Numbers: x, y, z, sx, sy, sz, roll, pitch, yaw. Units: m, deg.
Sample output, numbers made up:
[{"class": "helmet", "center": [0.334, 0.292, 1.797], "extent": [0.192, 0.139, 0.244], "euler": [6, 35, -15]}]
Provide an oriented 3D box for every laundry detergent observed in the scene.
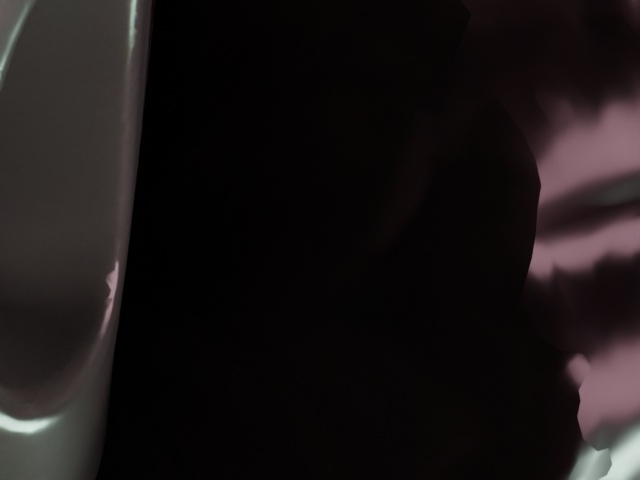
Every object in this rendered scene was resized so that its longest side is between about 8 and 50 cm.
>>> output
[{"class": "laundry detergent", "center": [-0.114, -0.018, 0.567], "extent": [0.264, 0.125, 0.397], "euler": [-100, -165, -58]}]

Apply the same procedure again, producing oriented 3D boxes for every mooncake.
[{"class": "mooncake", "center": [0.000, 0.000, 0.746], "extent": [0.351, 0.212, 0.381], "euler": [-1, -80, 49]}]
